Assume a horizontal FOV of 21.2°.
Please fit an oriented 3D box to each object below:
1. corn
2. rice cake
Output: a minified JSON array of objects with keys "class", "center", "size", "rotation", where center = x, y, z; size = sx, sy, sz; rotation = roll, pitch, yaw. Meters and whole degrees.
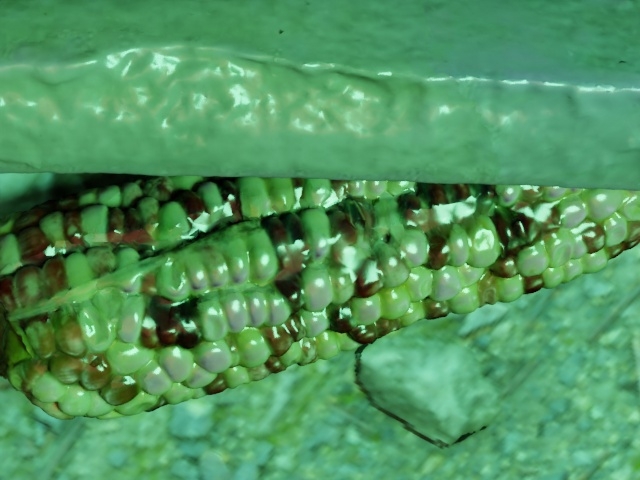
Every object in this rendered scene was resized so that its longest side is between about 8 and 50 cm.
[{"class":"corn","center":[0.000,0.000,0.681],"size":[0.280,0.092,0.092],"rotation":[-15,122,-9]},{"class":"rice cake","center":[0.019,-0.057,0.621],"size":[0.398,0.070,0.064],"rotation":[1,134,-5]}]
